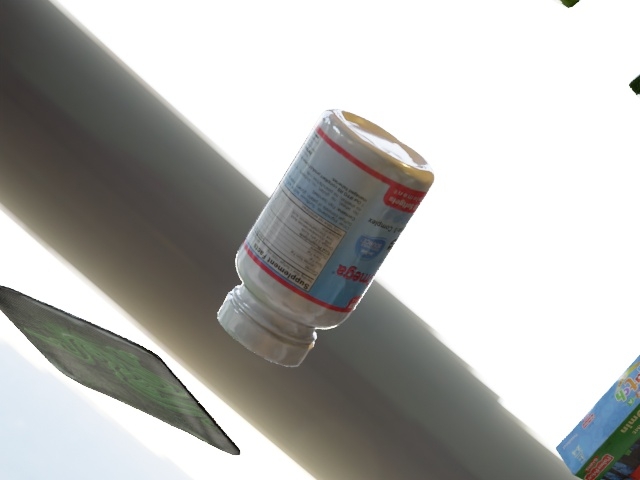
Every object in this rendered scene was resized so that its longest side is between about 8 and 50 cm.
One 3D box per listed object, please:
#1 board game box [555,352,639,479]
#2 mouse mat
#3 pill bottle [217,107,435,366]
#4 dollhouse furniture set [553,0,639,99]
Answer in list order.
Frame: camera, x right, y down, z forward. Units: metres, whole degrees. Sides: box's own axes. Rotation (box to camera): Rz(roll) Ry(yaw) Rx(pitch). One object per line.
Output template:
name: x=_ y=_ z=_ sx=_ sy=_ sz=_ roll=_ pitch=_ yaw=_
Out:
board game box: x=0.298 y=0.140 z=1.327 sx=0.211 sy=0.160 sz=0.039 roll=28 pitch=19 yaw=-33
mouse mat: x=-0.151 y=0.086 z=1.262 sx=0.190 sy=0.007 sz=0.152 roll=19 pitch=-24 yaw=35
pill bottle: x=0.000 y=0.000 z=1.194 sx=0.087 sy=0.160 sz=0.087 roll=29 pitch=15 yaw=-9
dollhouse furniture set: x=0.252 y=-0.219 z=0.974 sx=0.197 sy=0.301 sz=0.151 roll=51 pitch=5 yaw=-1
